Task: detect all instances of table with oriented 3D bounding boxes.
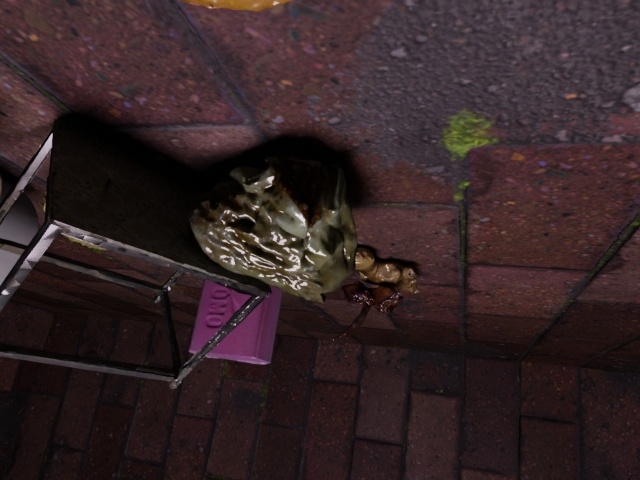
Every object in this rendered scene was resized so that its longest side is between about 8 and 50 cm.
[{"bbox_3d":[-0.308,0.044,0.764,0.272,0.222,0.335,-45,136,20],"label":"table"}]

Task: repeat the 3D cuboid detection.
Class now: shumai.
[{"bbox_3d":[-0.043,-0.045,0.701,0.256,0.189,0.218,21,138,-15],"label":"shumai"}]

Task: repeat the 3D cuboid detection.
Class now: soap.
[{"bbox_3d":[-0.181,0.137,1.107,0.181,0.259,0.081,1,160,25],"label":"soap"}]

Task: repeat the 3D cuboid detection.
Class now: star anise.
[{"bbox_3d":[0.107,0.161,1.088,0.140,0.144,0.158,11,167,2],"label":"star anise"}]

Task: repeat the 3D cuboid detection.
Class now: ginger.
[{"bbox_3d":[0.135,0.063,1.073,0.133,0.059,0.214,8,162,27],"label":"ginger"}]

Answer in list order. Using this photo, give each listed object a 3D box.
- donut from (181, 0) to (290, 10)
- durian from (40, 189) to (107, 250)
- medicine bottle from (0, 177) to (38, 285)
[{"bbox_3d":[-0.056,-0.231,0.182,0.277,0.108,0.277,7,161,3],"label":"donut"},{"bbox_3d":[-0.389,-0.073,0.848,0.146,0.102,0.208,20,135,-31],"label":"durian"},{"bbox_3d":[-0.645,-0.036,0.821,0.238,0.238,0.232,7,162,5],"label":"medicine bottle"}]
